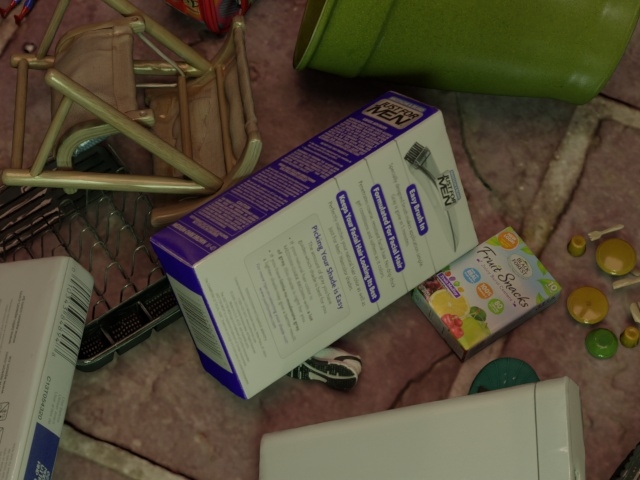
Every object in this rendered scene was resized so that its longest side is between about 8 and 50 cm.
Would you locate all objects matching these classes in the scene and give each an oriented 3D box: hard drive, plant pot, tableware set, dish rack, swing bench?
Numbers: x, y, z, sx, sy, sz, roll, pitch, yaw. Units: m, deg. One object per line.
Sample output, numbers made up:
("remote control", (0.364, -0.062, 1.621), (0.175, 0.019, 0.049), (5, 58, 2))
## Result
("hard drive", (0.096, 0.279, 1.583), (0.353, 0.047, 0.233), (-14, 59, 27))
("plant pot", (0.190, -0.322, 1.862), (0.353, 0.366, 0.366), (18, 62, -7))
("tableware set", (0.331, 0.059, 1.825), (0.104, 0.024, 0.154), (-16, 65, -7))
("dish rack", (-0.261, 0.006, 1.795), (0.208, 0.074, 0.271), (-32, 68, -18))
("swing bench", (-0.212, -0.161, 1.782), (0.254, 0.165, 0.253), (17, 35, -20))

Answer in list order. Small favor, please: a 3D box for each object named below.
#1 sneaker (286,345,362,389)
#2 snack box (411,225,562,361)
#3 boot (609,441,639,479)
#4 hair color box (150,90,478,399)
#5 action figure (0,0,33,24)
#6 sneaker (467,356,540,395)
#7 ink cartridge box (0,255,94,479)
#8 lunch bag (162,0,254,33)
("sneaker", (-0.004, 0.135, 1.765), (0.109, 0.040, 0.044), (19, 30, 14))
("snack box", (0.191, 0.060, 1.807), (0.141, 0.037, 0.100), (-30, 69, -17))
("boot", (0.400, 0.309, 1.659), (0.338, 0.118, 0.223), (-42, 74, -9))
("hair color box", (0.000, 0.000, 1.729), (0.339, 0.185, 0.110), (-31, 33, -20))
("action figure", (-0.362, -0.326, 1.990), (0.038, 0.030, 0.115), (24, 62, 15))
("sneaker", (0.190, 0.250, 1.661), (0.108, 0.121, 0.302), (11, 62, 3))
("ink cartridge box", (-0.416, 0.185, 1.668), (0.330, 0.071, 0.324), (-7, 59, 28))
("lunch bag", (-0.118, -0.392, 1.887), (0.120, 0.293, 0.258), (34, 70, 16))
